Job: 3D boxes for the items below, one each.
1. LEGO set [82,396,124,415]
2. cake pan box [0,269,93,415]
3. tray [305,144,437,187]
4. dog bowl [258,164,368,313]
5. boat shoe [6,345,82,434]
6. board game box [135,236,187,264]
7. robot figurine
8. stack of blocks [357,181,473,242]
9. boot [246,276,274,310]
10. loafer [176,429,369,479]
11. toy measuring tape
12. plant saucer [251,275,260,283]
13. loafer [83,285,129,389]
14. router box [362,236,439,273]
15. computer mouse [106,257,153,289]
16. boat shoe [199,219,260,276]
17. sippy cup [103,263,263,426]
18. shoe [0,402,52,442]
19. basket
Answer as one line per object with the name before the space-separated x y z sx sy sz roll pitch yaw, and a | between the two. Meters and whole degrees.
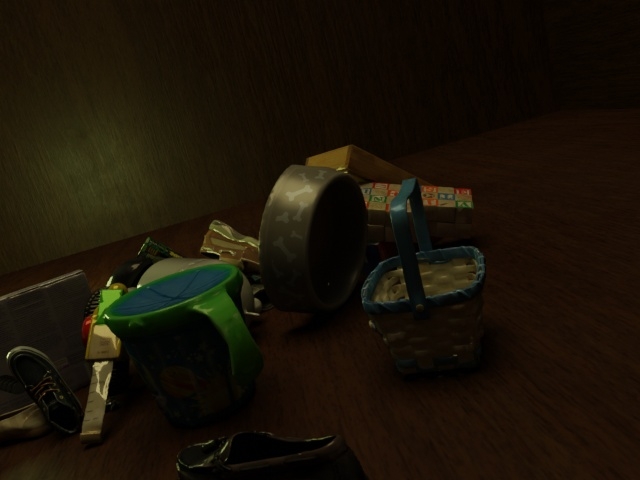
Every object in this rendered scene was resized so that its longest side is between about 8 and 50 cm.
LEGO set | -0.422 0.316 1.192 0.083 0.023 0.054 -17 13 -3
cake pan box | -0.592 0.216 1.325 0.267 0.245 0.070 -23 15 -25
tray | 0.174 -0.149 1.776 0.411 0.076 0.203 21 -17 -34
dog bowl | 0.000 0.000 1.361 0.102 0.348 0.349 6 22 28
boat shoe | -0.500 0.273 1.127 0.065 0.183 0.083 -39 22 -14
board game box | -0.432 0.105 1.592 0.259 0.136 0.030 -49 19 40
robot figurine | -0.281 0.139 1.378 0.300 0.199 0.353 4 -2 -38
stack of blocks | 0.231 -0.070 1.560 0.297 0.087 0.171 4 28 8
boot | -0.211 0.147 1.579 0.190 0.076 0.208 -23 21 -20
loafer | -0.074 0.276 0.787 0.303 0.095 0.109 -6 16 36
toy measuring tape | -0.402 0.234 1.178 0.121 0.121 0.330 -13 55 12
plant saucer | -0.242 0.117 1.831 0.067 0.018 0.192 -23 14 -26
loafer | -0.448 0.207 1.306 0.080 0.220 0.078 -7 -16 -1
router box | 0.135 -0.002 1.732 0.335 0.082 0.301 -2 19 45
computer mouse | -0.496 0.146 1.512 0.072 0.272 0.188 31 20 7
boat shoe | -0.203 0.051 1.623 0.324 0.123 0.116 24 75 44
sippy cup | -0.221 0.184 1.064 0.240 0.224 0.305 -17 13 -3
shoe | -0.617 0.356 1.181 0.219 0.058 0.076 -14 13 7
basket | 0.165 0.054 1.000 0.201 0.288 0.255 -7 12 17
